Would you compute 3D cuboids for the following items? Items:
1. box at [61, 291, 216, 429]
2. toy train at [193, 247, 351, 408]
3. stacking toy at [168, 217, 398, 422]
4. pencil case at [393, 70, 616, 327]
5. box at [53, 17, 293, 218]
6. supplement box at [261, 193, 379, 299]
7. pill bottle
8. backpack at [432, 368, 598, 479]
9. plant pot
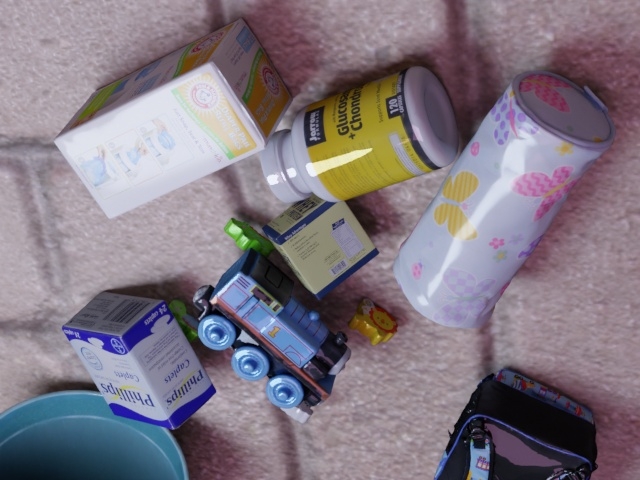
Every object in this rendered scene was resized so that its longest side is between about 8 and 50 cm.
[{"bbox_3d":[-0.207,0.135,1.680,0.126,0.072,0.137,4,130,49],"label":"box"},{"bbox_3d":[-0.049,0.099,1.579,0.184,0.080,0.105,42,117,-9],"label":"toy train"},{"bbox_3d":[-0.048,0.088,1.649,0.221,0.052,0.167,36,123,-6],"label":"stacking toy"},{"bbox_3d":[0.179,-0.035,1.455,0.124,0.113,0.273,0,135,-34],"label":"pencil case"},{"bbox_3d":[-0.146,-0.123,1.493,0.203,0.114,0.103,-22,113,27],"label":"box"},{"bbox_3d":[0.000,0.000,1.545,0.083,0.056,0.083,-37,111,-8],"label":"supplement box"},{"bbox_3d":[0.036,-0.097,1.464,0.184,0.103,0.103,-18,116,25],"label":"pill bottle"},{"bbox_3d":[0.208,0.252,1.637,0.158,0.117,0.173,23,125,0],"label":"backpack"},{"bbox_3d":[-0.296,0.364,1.785,0.271,0.272,0.255,15,140,6],"label":"plant pot"}]
